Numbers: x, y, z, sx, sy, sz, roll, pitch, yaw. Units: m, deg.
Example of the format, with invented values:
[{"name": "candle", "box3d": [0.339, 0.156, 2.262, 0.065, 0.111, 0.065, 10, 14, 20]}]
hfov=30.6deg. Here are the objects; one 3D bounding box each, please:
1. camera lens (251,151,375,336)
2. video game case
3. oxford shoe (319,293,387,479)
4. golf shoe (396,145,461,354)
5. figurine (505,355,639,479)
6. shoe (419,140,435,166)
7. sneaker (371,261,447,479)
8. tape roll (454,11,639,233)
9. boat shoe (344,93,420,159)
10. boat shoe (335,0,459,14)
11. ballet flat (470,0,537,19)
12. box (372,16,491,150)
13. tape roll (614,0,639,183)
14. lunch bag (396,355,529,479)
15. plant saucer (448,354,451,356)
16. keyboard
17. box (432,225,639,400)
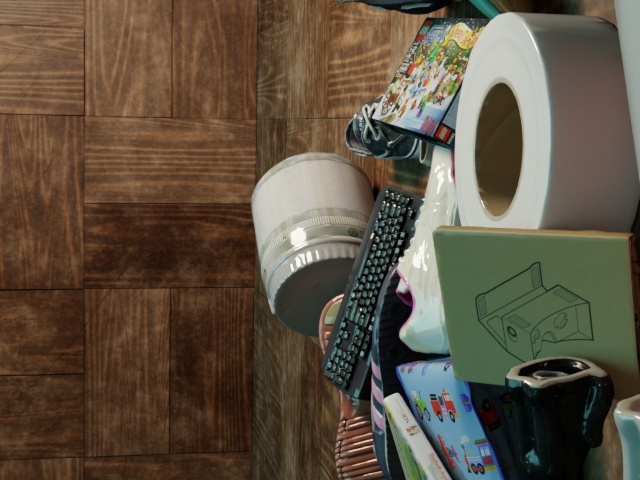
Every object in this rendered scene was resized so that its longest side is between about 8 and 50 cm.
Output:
[{"name": "camera lens", "box3d": [0.000, 0.000, 2.019, 0.274, 0.219, 0.219, -102, 17, -44]}, {"name": "video game case", "box3d": [0.144, 0.320, 1.379, 0.206, 0.026, 0.227, -122, 10, -46]}, {"name": "oxford shoe", "box3d": [0.101, 0.281, 1.858, 0.146, 0.140, 0.397, 22, -121, -69]}, {"name": "golf shoe", "box3d": [0.147, 0.002, 1.439, 0.115, 0.140, 0.306, 41, -143, -42]}, {"name": "figurine", "box3d": [0.260, 0.226, 1.024, 0.215, 0.092, 0.210, 12, 110, 55]}, {"name": "shoe", "box3d": [0.162, -0.200, 1.624, 0.076, 0.058, 0.219, 124, 146, -68]}, {"name": "sneaker", "box3d": [0.107, 0.173, 1.579, 0.131, 0.112, 0.319, -153, 65, -74]}, {"name": "tape roll", "box3d": [0.228, -0.092, 1.219, 0.286, 0.100, 0.286, 180, 90, -77]}, {"name": "boat shoe", "box3d": [0.103, -0.178, 1.810, 0.301, 0.102, 0.108, -178, 88, -78]}, {"name": "boat shoe", "box3d": [0.160, -0.370, 1.544, 0.340, 0.158, 0.127, 8, 93, 50]}, {"name": "ballet flat", "box3d": [0.158, -0.361, 1.365, 0.124, 0.116, 0.342, -50, 51, 7]}, {"name": "box", "box3d": [0.155, -0.205, 1.500, 0.159, 0.044, 0.233, -62, 19, 2]}, {"name": "tape roll", "box3d": [0.284, -0.071, 0.600, 0.246, 0.246, 0.169, 124, 144, -70]}, {"name": "lunch bag", "box3d": [0.204, 0.271, 1.319, 0.221, 0.138, 0.293, 158, 103, -74]}, {"name": "plant saucer", "box3d": [0.185, 0.241, 1.576, 0.278, 0.041, 0.278, -179, 90, -79]}, {"name": "keyboard", "box3d": [0.102, 0.086, 1.737, 0.201, 0.033, 0.317, 22, 96, 48]}, {"name": "box", "box3d": [0.208, 0.068, 1.118, 0.201, 0.021, 0.165, 3, 111, 35]}]
